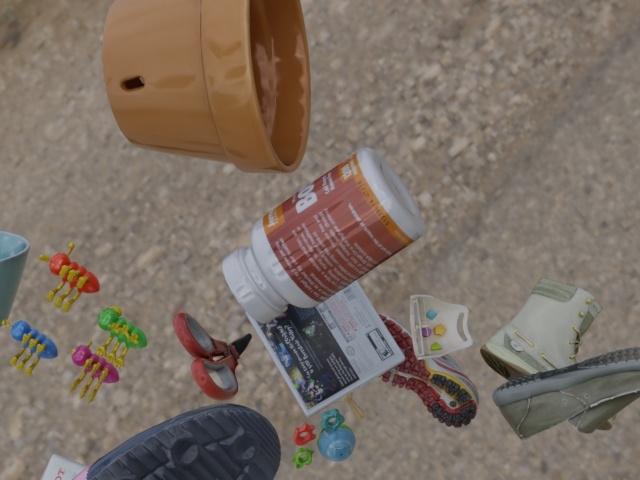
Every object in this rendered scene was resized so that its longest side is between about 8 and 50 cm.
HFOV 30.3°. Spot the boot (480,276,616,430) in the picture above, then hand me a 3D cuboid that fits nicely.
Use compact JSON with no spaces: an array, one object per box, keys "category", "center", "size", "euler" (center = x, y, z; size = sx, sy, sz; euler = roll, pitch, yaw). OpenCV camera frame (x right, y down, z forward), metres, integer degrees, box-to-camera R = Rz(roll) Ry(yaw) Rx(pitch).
[{"category":"boot","center":[0.356,0.156,1.671],"size":[0.213,0.077,0.165],"euler":[32,70,28]}]

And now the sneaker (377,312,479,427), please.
[{"category":"sneaker","center":[0.154,0.199,1.850],"size":[0.088,0.225,0.093],"euler":[-49,-6,20]}]

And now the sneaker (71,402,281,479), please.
[{"category":"sneaker","center":[-0.182,0.226,0.961],"size":[0.319,0.112,0.131],"euler":[-32,14,-10]}]

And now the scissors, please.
[{"category":"scissors","center":[-0.107,0.145,1.407],"size":[0.021,0.297,0.109],"euler":[-32,75,6]}]

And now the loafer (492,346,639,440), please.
[{"category":"loafer","center":[0.356,0.204,1.554],"size":[0.251,0.087,0.094],"euler":[-17,0,22]}]

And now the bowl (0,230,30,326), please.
[{"category":"bowl","center":[-0.672,0.089,2.096],"size":[0.311,0.311,0.163],"euler":[21,113,53]}]

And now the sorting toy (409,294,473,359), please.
[{"category":"sorting toy","center":[0.154,0.112,1.495],"size":[0.075,0.045,0.083],"euler":[-4,71,-2]}]

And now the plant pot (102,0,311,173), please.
[{"category":"plant pot","center":[-0.144,-0.224,1.493],"size":[0.203,0.291,0.291],"euler":[-3,48,13]}]

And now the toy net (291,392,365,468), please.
[{"category":"toy net","center":[0.017,0.283,1.997],"size":[0.045,0.122,0.232],"euler":[-115,31,-59]}]

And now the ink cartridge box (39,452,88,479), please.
[{"category":"ink cartridge box","center":[-0.337,0.430,1.777],"size":[0.093,0.212,0.154],"euler":[135,158,-72]}]

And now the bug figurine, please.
[{"category":"bug figurine","center":[-0.393,0.140,1.905],"size":[0.279,0.216,0.072],"euler":[-50,3,40]}]

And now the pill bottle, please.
[{"category":"pill bottle","center":[0.000,0.000,1.339],"size":[0.216,0.121,0.121],"euler":[-34,36,14]}]

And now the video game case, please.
[{"category":"video game case","center":[0.007,0.145,1.793],"size":[0.173,0.022,0.190],"euler":[-29,73,-9]}]
